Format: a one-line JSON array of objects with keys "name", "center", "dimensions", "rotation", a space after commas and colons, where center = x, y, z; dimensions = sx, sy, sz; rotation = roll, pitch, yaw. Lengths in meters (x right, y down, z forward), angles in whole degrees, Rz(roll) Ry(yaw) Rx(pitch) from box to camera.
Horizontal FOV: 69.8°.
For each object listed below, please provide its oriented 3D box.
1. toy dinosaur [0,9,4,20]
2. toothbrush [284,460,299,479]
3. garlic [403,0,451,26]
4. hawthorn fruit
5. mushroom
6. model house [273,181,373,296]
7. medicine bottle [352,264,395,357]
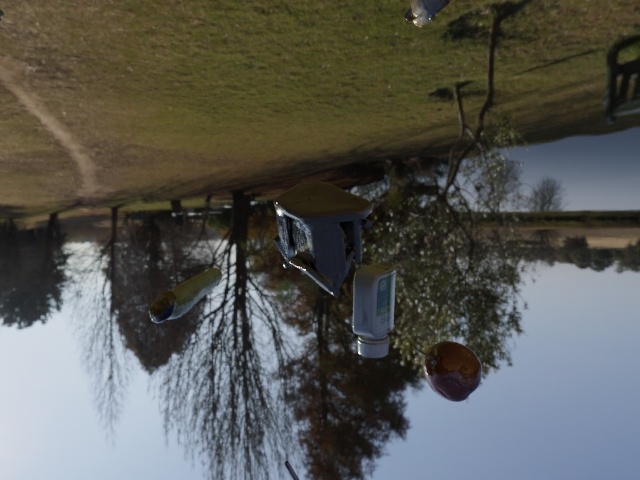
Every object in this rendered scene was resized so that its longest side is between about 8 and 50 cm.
[{"name": "toy dinosaur", "center": [-0.345, -0.162, 0.349], "dimensions": [0.187, 0.106, 0.044], "rotation": [-14, 170, -35]}, {"name": "toothbrush", "center": [-0.020, 0.282, 0.515], "dimensions": [0.006, 0.097, 0.008], "rotation": [-34, -157, -27]}, {"name": "garlic", "center": [0.200, -0.433, 0.781], "dimensions": [0.066, 0.152, 0.084], "rotation": [42, 179, -7]}, {"name": "hawthorn fruit", "center": [0.324, 0.325, 1.148], "dimensions": [0.149, 0.149, 0.189], "rotation": [-1, 162, 35]}, {"name": "mushroom", "center": [-0.388, 0.159, 1.360], "dimensions": [0.100, 0.081, 0.312], "rotation": [-39, 180, 19]}, {"name": "model house", "center": [-0.006, -0.004, 0.876], "dimensions": [0.122, 0.188, 0.229], "rotation": [-10, -158, -31]}, {"name": "medicine bottle", "center": [0.112, 0.147, 0.961], "dimensions": [0.069, 0.183, 0.119], "rotation": [7, -170, 29]}]
